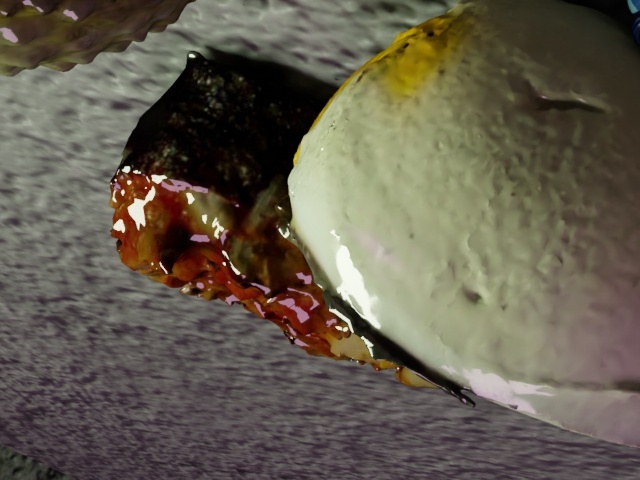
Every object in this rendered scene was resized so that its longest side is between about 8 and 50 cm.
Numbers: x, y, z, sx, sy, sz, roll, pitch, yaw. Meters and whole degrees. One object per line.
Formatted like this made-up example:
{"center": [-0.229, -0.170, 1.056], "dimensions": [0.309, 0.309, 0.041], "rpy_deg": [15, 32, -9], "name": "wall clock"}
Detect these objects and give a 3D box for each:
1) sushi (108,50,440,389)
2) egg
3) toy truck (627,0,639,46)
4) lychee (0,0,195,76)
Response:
{"center": [0.000, 0.000, 1.030], "dimensions": [0.343, 0.182, 0.196], "rpy_deg": [24, 164, -12], "name": "sushi"}
{"center": [0.147, -0.035, 0.784], "dimensions": [0.337, 0.337, 0.201], "rpy_deg": [21, 114, -12], "name": "egg"}
{"center": [0.187, -0.148, 0.709], "dimensions": [0.136, 0.063, 0.074], "rpy_deg": [17, 138, 1], "name": "toy truck"}
{"center": [-0.154, -0.190, 0.579], "dimensions": [0.255, 0.274, 0.255], "rpy_deg": [37, 166, 11], "name": "lychee"}
